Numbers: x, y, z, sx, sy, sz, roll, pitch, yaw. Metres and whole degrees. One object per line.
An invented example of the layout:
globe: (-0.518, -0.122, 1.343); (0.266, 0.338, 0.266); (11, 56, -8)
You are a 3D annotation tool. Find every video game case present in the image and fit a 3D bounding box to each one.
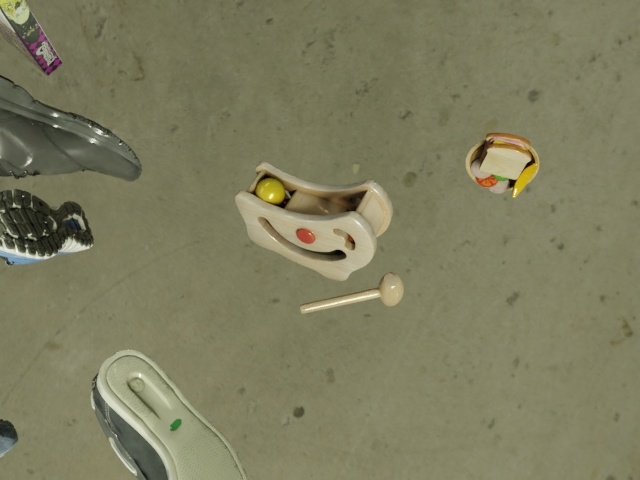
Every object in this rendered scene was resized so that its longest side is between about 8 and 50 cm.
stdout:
video game case: (-0.521, -0.385, 0.920); (0.232, 0.210, 0.042); (40, 75, 7)

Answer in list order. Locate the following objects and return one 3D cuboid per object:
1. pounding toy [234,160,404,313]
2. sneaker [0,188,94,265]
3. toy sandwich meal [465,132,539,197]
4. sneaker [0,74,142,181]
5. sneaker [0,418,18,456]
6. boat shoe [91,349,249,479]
pounding toy: (0.000, 0.000, 0.836); (0.269, 0.154, 0.155); (25, 55, 8)
sneaker: (-0.545, -0.003, 1.092); (0.147, 0.330, 0.130); (-22, 86, 3)
toy sandwich meal: (0.196, -0.079, 0.648); (0.085, 0.085, 0.029); (40, 47, -23)
sneaker: (-0.403, -0.139, 0.876); (0.286, 0.109, 0.130); (25, 88, -33)
sneaker: (-0.538, 0.373, 0.876); (0.283, 0.110, 0.122); (-37, 98, 5)
boat shoe: (-0.149, 0.220, 0.608); (0.233, 0.079, 0.084); (50, 36, 8)
